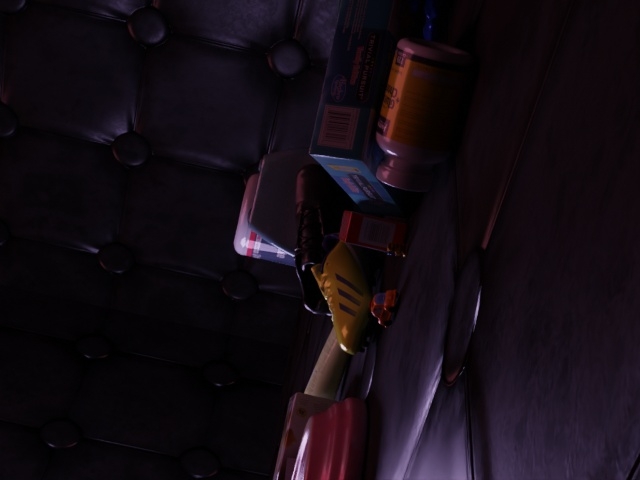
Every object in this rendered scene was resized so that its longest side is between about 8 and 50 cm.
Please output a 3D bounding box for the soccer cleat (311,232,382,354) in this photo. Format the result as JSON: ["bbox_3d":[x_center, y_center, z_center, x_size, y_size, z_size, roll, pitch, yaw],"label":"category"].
[{"bbox_3d":[0.038,0.088,1.932,0.289,0.121,0.093,-82,6,-54],"label":"soccer cleat"}]

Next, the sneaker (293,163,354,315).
[{"bbox_3d":[0.000,0.000,2.094,0.130,0.109,0.286,-6,-95,-67],"label":"sneaker"}]

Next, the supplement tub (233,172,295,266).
[{"bbox_3d":[-0.049,-0.035,2.589,0.191,0.272,0.191,-168,90,-87],"label":"supplement tub"}]

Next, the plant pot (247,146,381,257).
[{"bbox_3d":[-0.011,-0.075,2.278,0.247,0.252,0.248,-117,40,-86],"label":"plant pot"}]

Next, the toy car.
[{"bbox_3d":[0.098,0.065,1.702,0.060,0.040,0.122,108,173,-62],"label":"toy car"}]

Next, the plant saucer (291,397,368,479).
[{"bbox_3d":[-0.002,0.404,1.776,0.332,0.084,0.332,-168,90,-86],"label":"plant saucer"}]

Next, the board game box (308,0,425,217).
[{"bbox_3d":[0.087,-0.195,1.651,0.336,0.079,0.254,38,-118,-71],"label":"board game box"}]

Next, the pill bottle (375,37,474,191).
[{"bbox_3d":[0.128,-0.161,1.473,0.103,0.103,0.184,-88,11,-73],"label":"pill bottle"}]

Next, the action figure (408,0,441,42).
[{"bbox_3d":[0.159,-0.394,1.816,0.139,0.091,0.280,-39,-33,-58],"label":"action figure"}]

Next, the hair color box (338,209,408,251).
[{"bbox_3d":[0.082,-0.014,1.823,0.167,0.093,0.053,-119,41,-86],"label":"hair color box"}]

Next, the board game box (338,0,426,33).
[{"bbox_3d":[0.106,-0.380,1.897,0.213,0.046,0.317,-43,-32,-36],"label":"board game box"}]

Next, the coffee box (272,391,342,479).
[{"bbox_3d":[-0.029,0.411,2.077,0.141,0.098,0.247,114,168,-76],"label":"coffee box"}]

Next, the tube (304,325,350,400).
[{"bbox_3d":[0.036,0.206,2.186,0.062,0.070,0.240,0,-64,-49],"label":"tube"}]
